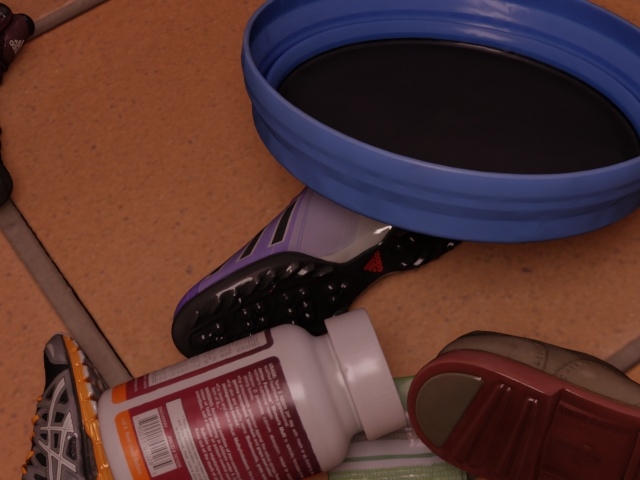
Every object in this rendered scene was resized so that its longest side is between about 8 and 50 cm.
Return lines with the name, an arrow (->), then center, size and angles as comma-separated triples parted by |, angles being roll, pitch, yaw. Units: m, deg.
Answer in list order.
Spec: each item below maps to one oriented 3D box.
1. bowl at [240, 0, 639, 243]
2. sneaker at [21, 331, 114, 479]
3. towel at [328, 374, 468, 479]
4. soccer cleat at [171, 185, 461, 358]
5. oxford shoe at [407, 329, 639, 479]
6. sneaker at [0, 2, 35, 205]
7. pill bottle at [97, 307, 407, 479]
bowl -> 0.124, -0.129, 1.075 | 0.391, 0.077, 0.391 | 5, 35, -3
sneaker -> -0.203, 0.170, 0.989 | 0.083, 0.084, 0.214 | -20, 56, 2
towel -> 0.061, 0.178, 0.990 | 0.113, 0.023, 0.152 | -6, 56, 1
soccer cleat -> 0.000, 0.000, 1.074 | 0.318, 0.108, 0.116 | -30, 47, -16
oxford shoe -> 0.246, 0.150, 0.928 | 0.348, 0.123, 0.130 | 25, 29, 13
sneaker -> -0.336, -0.160, 1.207 | 0.163, 0.106, 0.281 | -33, 59, -19
pill bottle -> -0.052, 0.137, 0.959 | 0.221, 0.121, 0.121 | -20, 57, -1
